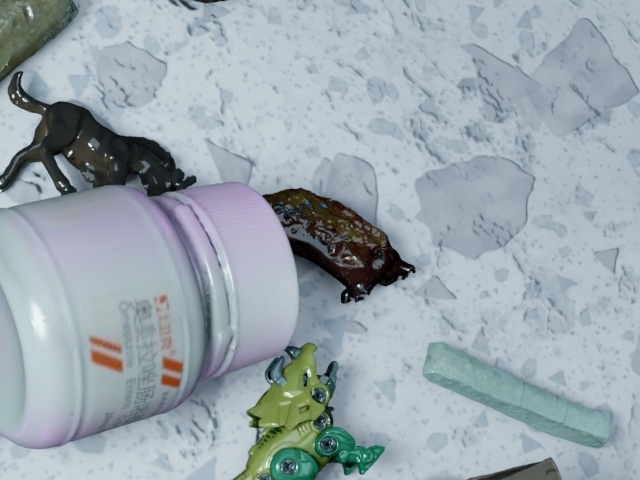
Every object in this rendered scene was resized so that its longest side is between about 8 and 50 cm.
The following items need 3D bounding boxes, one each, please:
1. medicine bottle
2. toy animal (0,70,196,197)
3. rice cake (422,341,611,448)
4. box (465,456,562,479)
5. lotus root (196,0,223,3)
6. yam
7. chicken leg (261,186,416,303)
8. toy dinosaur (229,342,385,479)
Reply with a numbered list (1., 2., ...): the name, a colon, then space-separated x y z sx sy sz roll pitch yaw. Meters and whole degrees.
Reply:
1. medicine bottle: -0.198 0.062 1.380 0.302 0.241 0.241 -15 79 -32
2. toy animal: -0.260 -0.087 1.505 0.233 0.084 0.148 30 54 -10
3. rice cake: 0.232 0.185 1.599 0.245 0.042 0.045 24 56 -11
4. box: 0.172 0.402 1.414 0.190 0.225 0.297 -18 81 -25
5. lotus root: -0.144 -0.406 1.606 0.145 0.128 0.260 -13 77 -12
6. yam: -0.376 -0.208 1.486 0.093 0.093 0.259 44 66 -2
7. chicken leg: 0.000 0.000 1.567 0.234 0.063 0.105 29 62 -6
8. toy dinosaur: -0.042 0.246 1.467 0.153 0.094 0.259 38 74 -5
